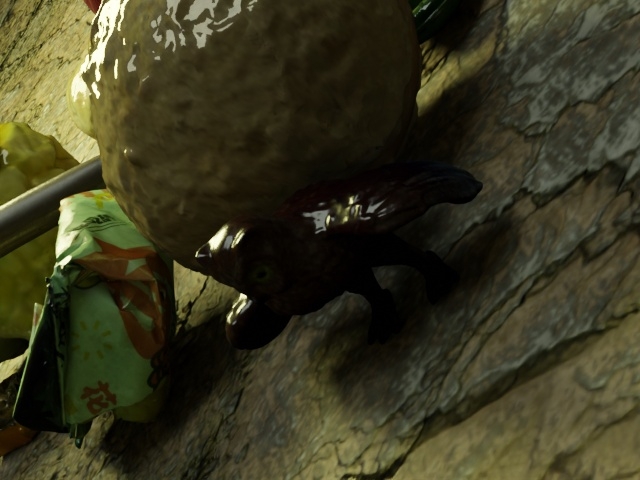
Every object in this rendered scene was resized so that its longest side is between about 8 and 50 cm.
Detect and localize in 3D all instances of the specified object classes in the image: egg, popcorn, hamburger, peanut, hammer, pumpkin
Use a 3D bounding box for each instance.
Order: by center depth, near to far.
[{"bbox_3d":[-0.053,-0.121,1.155,0.310,0.279,0.279,-60,19,20],"label":"egg"},{"bbox_3d":[-0.179,0.079,1.265,0.214,0.125,0.235,-80,-7,-73],"label":"hamburger"},{"bbox_3d":[-0.234,-0.043,1.391,0.440,0.168,0.044,-28,-17,0],"label":"hammer"},{"bbox_3d":[-0.305,0.166,1.477,0.083,0.054,0.074,-27,37,37],"label":"pumpkin"},{"bbox_3d":[-0.345,0.014,1.537,0.293,0.237,0.293,-39,20,18],"label":"popcorn"},{"bbox_3d":[-0.225,-0.202,1.791,0.130,0.130,0.290,-39,23,28],"label":"peanut"}]

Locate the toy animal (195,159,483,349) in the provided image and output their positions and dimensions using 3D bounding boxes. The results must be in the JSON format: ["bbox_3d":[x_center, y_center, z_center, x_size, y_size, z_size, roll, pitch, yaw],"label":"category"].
[{"bbox_3d":[-0.006,0.000,1.001,0.218,0.179,0.116,-36,52,35],"label":"toy animal"}]

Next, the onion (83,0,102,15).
[{"bbox_3d":[-0.101,-0.329,1.569,0.348,0.348,0.385,-58,-12,-14],"label":"onion"}]

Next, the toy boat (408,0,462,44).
[{"bbox_3d":[0.091,-0.226,1.312,0.104,0.052,0.210,-37,26,26],"label":"toy boat"}]
